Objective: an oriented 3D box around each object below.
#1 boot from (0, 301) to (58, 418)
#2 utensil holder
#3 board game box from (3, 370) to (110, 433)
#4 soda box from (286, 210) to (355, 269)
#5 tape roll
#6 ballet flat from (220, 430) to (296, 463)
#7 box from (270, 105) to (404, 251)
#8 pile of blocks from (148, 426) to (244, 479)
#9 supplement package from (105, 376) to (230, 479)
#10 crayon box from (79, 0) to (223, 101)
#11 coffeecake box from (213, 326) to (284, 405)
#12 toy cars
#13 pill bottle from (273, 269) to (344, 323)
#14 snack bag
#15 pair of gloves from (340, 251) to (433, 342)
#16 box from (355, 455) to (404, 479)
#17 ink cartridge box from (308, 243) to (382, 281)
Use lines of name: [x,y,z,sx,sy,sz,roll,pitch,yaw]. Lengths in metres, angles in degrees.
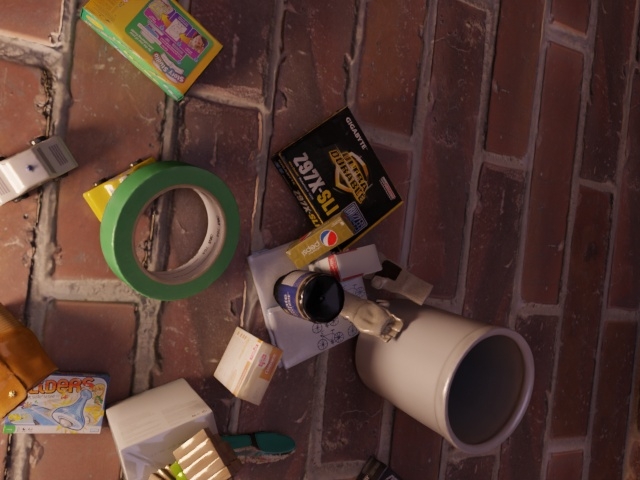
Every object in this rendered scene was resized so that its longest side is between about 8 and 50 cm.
boot: [-0.718,0.284,1.105,0.295,0.104,0.211,-36,88,-29]
utensil holder: [0.326,0.346,1.509,0.327,0.385,0.328,-6,102,-31]
board game box: [-0.596,0.367,1.239,0.201,0.035,0.136,10,88,-27]
soda box: [0.000,0.000,1.436,0.181,0.058,0.061,-32,104,18]
tape roll: [-0.341,-0.021,1.272,0.321,0.077,0.321,-17,116,-38]
ballet flat: [-0.185,0.560,1.454,0.240,0.091,0.077,10,118,-24]
box: [0.052,-0.168,1.514,0.257,0.079,0.322,-37,105,-20]
pile of blocks: [-0.277,0.543,1.097,0.362,0.149,0.112,-62,160,-1]
supplement package: [-0.354,0.472,1.244,0.199,0.262,0.198,-16,101,-26]
crayon box: [-0.388,-0.486,1.274,0.278,0.081,0.165,41,75,-24]
coffeecake box: [-0.184,0.310,1.368,0.068,0.185,0.142,30,79,-26]
toy cars: [-0.533,-0.137,1.215,0.393,0.087,0.177,10,88,-28]
pill bottle: [-0.038,0.137,1.380,0.122,0.219,0.123,0,90,-25]
snack bag: [-0.018,0.147,1.532,0.323,0.037,0.343,-20,102,-25]
pair of gloves: [0.170,0.155,1.510,0.240,0.204,0.042,-44,149,-22]
box: [0.205,0.906,1.659,0.395,0.097,0.318,48,69,-21]
ink cartridge box: [0.061,0.072,1.451,0.127,0.175,0.072,-14,84,-27]
